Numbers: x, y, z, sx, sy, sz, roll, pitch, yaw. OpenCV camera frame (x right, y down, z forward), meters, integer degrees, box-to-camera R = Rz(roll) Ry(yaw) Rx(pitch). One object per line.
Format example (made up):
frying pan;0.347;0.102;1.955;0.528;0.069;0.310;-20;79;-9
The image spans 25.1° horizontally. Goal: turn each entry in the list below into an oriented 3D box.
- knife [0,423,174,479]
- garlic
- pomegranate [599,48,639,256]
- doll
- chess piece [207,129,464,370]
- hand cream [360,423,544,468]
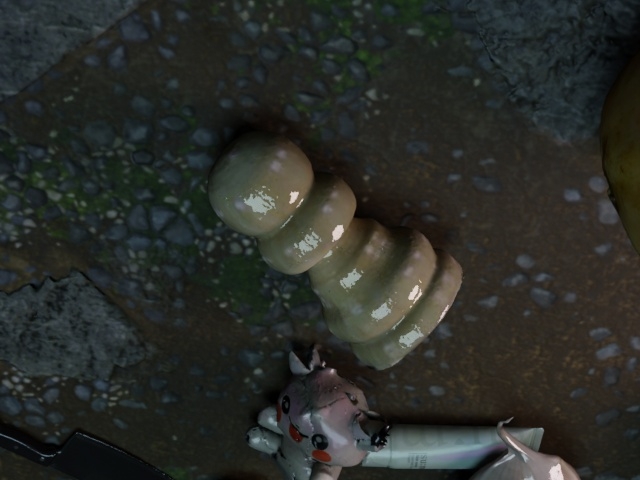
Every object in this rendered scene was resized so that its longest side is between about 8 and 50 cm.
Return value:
knife;-0.281;0.254;1.692;0.245;0.019;0.072;28;121;-20
garlic;0.233;0.290;1.617;0.148;0.128;0.267;-5;135;-28
pomegranate;0.380;-0.081;1.243;0.270;0.229;0.252;-21;125;12
doll;-0.002;0.213;1.578;0.095;0.149;0.192;-17;149;-36
chess piece;0.000;0.000;1.402;0.261;0.143;0.143;39;121;-19
hand cream;0.145;0.233;1.622;0.204;0.050;0.078;1;135;-2
